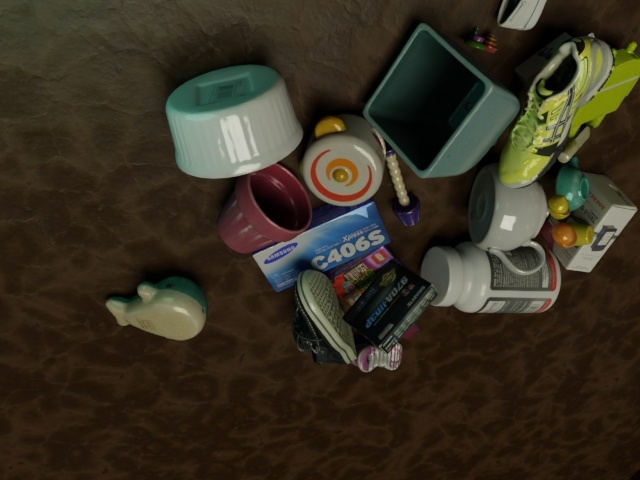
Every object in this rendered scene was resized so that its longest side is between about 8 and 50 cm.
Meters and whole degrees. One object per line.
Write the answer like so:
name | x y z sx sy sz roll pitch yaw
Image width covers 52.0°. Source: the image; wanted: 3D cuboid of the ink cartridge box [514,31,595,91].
ink cartridge box | 0.576 -0.423 1.586 0.181 0.062 0.104 -35 133 14

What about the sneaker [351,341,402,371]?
sneaker | 0.173 0.371 2.142 0.236 0.104 0.095 7 88 -45

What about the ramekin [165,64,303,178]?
ramekin | -0.184 -0.256 1.359 0.277 0.277 0.135 -16 124 -4

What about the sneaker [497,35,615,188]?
sneaker | 0.510 -0.298 1.523 0.147 0.145 0.385 3 121 -42

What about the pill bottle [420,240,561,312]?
pill bottle | 0.495 0.107 1.923 0.362 0.210 0.210 3 129 -19

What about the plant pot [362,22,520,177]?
plant pot | 0.302 -0.299 1.497 0.252 0.247 0.248 1 133 -47

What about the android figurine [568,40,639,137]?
android figurine | 0.689 -0.371 1.617 0.248 0.056 0.273 -23 151 -15

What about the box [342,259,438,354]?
box | 0.187 0.178 1.788 0.220 0.175 0.051 -48 130 -6

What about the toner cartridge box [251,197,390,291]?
toner cartridge box | 0.000 0.000 1.766 0.347 0.075 0.165 -24 132 5

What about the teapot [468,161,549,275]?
teapot | 0.510 -0.078 1.728 0.187 0.253 0.256 6 116 -6

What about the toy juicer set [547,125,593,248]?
toy juicer set | 0.643 -0.134 1.737 0.209 0.089 0.329 -13 103 -46

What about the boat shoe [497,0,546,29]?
boat shoe | 0.450 -0.570 1.396 0.084 0.095 0.258 -6 130 -18

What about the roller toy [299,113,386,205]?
roller toy | 0.056 -0.186 1.537 0.191 0.146 0.209 21 128 -5

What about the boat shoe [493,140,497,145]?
boat shoe | 0.438 -0.305 1.662 0.048 0.042 0.133 8 131 9

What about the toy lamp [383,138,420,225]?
toy lamp | 0.204 -0.146 1.700 0.080 0.080 0.275 -23 134 3

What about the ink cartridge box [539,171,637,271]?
ink cartridge box | 0.764 -0.054 1.891 0.100 0.172 0.237 7 127 -23

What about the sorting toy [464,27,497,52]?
sorting toy | 0.366 -0.457 1.493 0.102 0.061 0.042 -7 123 -49

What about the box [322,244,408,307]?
box | 0.165 0.132 1.944 0.201 0.057 0.293 -35 131 12

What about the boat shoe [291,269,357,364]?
boat shoe | -0.010 0.239 1.861 0.155 0.187 0.500 -12 151 7

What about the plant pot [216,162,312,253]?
plant pot | -0.150 -0.064 1.596 0.201 0.201 0.180 25 134 -33

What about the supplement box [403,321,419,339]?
supplement box | 0.268 0.260 2.071 0.043 0.083 0.055 31 117 -35

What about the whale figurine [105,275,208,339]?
whale figurine | -0.432 0.172 1.766 0.271 0.141 0.216 -2 135 17
